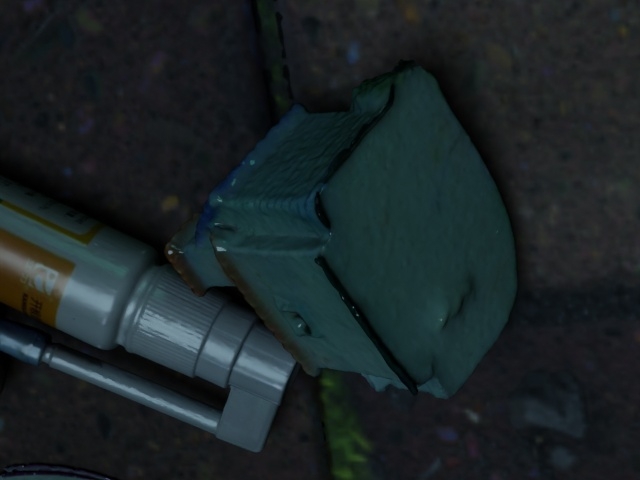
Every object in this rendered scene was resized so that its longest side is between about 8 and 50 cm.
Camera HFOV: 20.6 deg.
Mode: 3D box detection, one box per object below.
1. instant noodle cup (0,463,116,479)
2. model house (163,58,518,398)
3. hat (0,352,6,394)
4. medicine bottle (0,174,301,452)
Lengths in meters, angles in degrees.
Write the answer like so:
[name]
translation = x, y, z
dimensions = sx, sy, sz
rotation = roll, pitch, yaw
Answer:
[instant noodle cup]
translation = -0.174, 0.276, 0.965
dimensions = 0.251, 0.190, 0.251
rotation = 6, 111, 16
[model house]
translation = 0.000, 0.000, 0.868
dimensions = 0.149, 0.119, 0.148
rotation = 1, 136, 43
[hat]
translation = -0.201, 0.057, 0.983
dimensions = 0.058, 0.042, 0.087
rotation = -18, 71, -1
[medicine bottle]
translation = -0.118, 0.037, 0.933
dimensions = 0.221, 0.061, 0.092
rotation = 25, 121, 7
